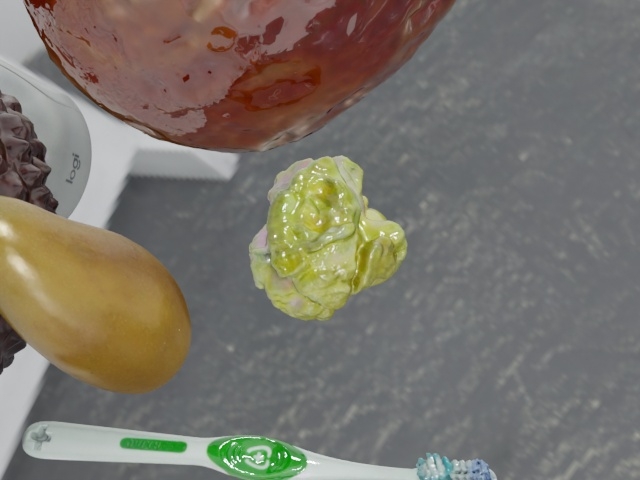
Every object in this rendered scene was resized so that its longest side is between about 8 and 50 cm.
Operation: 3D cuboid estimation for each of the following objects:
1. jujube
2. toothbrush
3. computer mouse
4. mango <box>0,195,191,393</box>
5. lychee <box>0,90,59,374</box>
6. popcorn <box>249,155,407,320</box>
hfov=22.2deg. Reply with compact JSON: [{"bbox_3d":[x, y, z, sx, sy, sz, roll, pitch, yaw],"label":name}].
[{"bbox_3d":[0.001,-0.149,0.615,0.255,0.190,0.190,-34,49,19],"label":"jujube"},{"bbox_3d":[-0.044,0.132,0.987,0.304,0.030,0.030,2,65,20],"label":"toothbrush"},{"bbox_3d":[-0.334,-0.091,1.716,0.121,0.297,0.184,14,82,25],"label":"computer mouse"},{"bbox_3d":[-0.150,0.034,1.038,0.085,0.184,0.102,-25,48,21],"label":"mango"},{"bbox_3d":[-0.335,0.000,1.147,0.306,0.330,0.306,-5,84,57],"label":"lychee"},{"bbox_3d":[0.000,0.000,1.383,0.126,0.126,0.145,-40,33,16],"label":"popcorn"}]
